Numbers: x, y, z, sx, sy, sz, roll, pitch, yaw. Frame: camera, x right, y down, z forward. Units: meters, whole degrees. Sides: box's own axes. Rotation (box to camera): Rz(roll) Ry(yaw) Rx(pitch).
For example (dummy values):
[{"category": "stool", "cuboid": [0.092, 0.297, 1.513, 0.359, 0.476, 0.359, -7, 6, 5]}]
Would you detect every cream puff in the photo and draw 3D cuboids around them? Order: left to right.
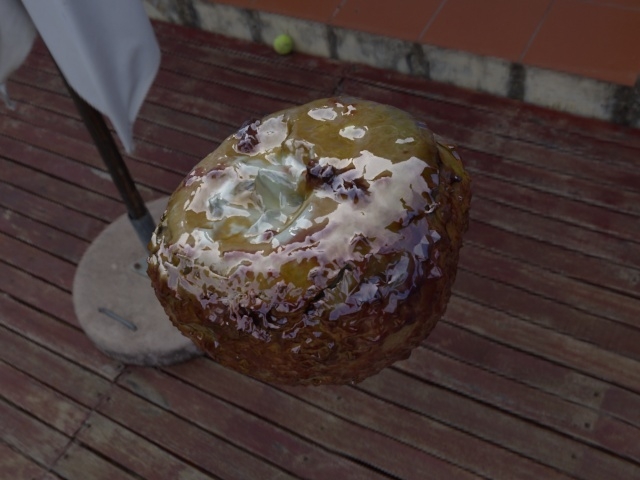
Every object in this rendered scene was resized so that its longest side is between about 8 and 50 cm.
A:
[{"category": "cream puff", "cuboid": [0.000, 0.000, 0.504, 0.240, 0.164, 0.240, -22, 40, 19]}]
